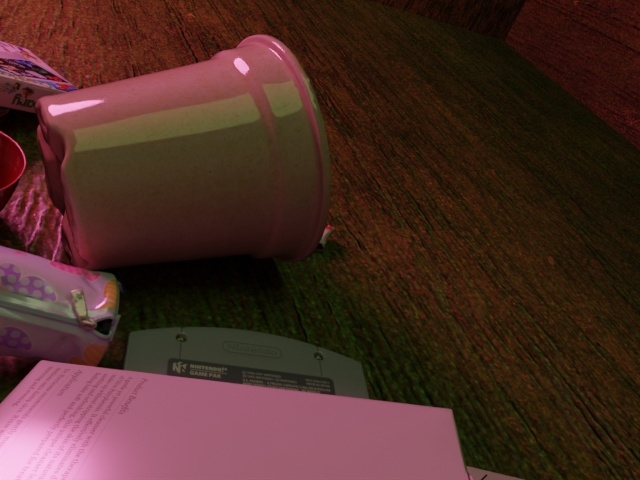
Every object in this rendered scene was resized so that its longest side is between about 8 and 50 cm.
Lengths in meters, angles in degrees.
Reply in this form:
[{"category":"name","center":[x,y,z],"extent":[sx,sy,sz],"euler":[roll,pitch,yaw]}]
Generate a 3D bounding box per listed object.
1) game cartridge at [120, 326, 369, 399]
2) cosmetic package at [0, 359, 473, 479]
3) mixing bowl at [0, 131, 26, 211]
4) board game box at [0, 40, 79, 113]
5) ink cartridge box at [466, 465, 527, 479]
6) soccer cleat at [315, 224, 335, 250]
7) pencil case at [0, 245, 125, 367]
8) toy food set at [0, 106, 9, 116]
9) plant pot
[{"category":"game cartridge","center":[-0.081,0.191,0.677],"extent":[0.298,0.062,0.198],"euler":[12,32,-17]},{"category":"cosmetic package","center":[-0.077,0.221,0.441],"extent":[0.366,0.155,0.197],"euler":[8,21,3]},{"category":"mixing bowl","center":[-0.479,-0.070,0.747],"extent":[0.182,0.098,0.181],"euler":[17,34,-12]},{"category":"board game box","center":[-0.551,-0.282,0.942],"extent":[0.193,0.053,0.305],"euler":[38,16,19]},{"category":"ink cartridge box","center":[0.167,0.311,0.669],"extent":[0.207,0.046,0.097],"euler":[17,33,-10]},{"category":"soccer cleat","center":[0.000,0.000,1.008],"extent":[0.083,0.029,0.035],"euler":[-25,66,-44]},{"category":"pencil case","center":[-0.344,0.057,0.587],"extent":[0.273,0.113,0.124],"euler":[21,2,-33]},{"category":"toy food set","center":[-0.566,-0.232,0.984],"extent":[0.083,0.020,0.083],"euler":[-11,47,-40]},{"category":"plant pot","center":[-0.202,-0.097,0.800],"extent":[0.306,0.333,0.333],"euler":[-15,49,-27]}]
